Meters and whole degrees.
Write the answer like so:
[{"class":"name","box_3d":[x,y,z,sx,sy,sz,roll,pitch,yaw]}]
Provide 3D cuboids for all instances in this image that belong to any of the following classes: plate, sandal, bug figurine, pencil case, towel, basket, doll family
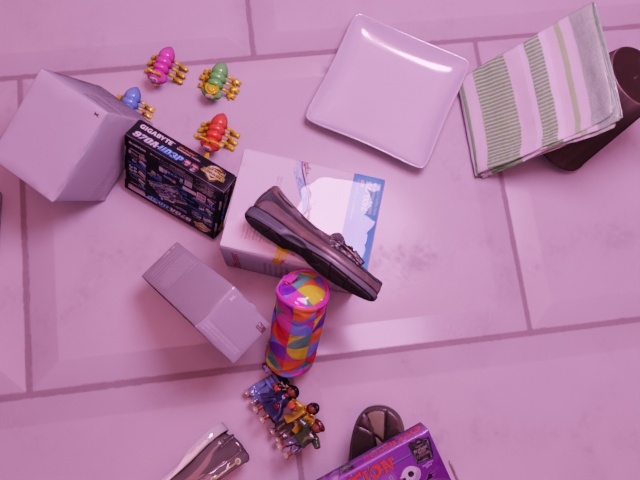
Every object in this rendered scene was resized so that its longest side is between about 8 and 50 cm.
[{"class":"plate","box_3d":[0.146,-0.320,1.417,0.278,0.045,0.277,24,78,3]},{"class":"sandal","box_3d":[0.089,0.449,1.216,0.120,0.086,0.302,18,93,7]},{"class":"bug figurine","box_3d":[-0.295,-0.295,1.372,0.279,0.072,0.216,16,77,0]},{"class":"pencil case","box_3d":[-0.049,0.156,1.200,0.105,0.236,0.104,8,45,-8]},{"class":"towel","box_3d":[0.421,-0.285,1.310,0.038,0.325,0.247,2,74,-39]},{"class":"basket","box_3d":[0.551,-0.274,1.323,0.154,0.227,0.204,-24,85,-28]},{"class":"doll family","box_3d":[-0.061,0.316,1.251,0.111,0.076,0.193,-36,79,-6]}]

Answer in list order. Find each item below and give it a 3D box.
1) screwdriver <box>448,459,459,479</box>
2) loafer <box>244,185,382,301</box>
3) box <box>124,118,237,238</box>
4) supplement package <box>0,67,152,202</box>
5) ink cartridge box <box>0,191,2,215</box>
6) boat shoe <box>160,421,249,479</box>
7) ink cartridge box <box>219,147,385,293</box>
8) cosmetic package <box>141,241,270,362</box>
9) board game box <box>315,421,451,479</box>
[{"class":"screwdriver","box_3d":[0.281,0.506,1.260,0.025,0.024,0.169,-34,73,19]},{"class":"loafer","box_3d":[0.000,0.000,1.115,0.268,0.096,0.084,33,73,5]},{"class":"box","box_3d":[-0.278,-0.115,1.279,0.220,0.175,0.051,30,56,4]},{"class":"supplement package","box_3d":[-0.463,-0.192,1.244,0.149,0.203,0.194,35,98,4]},{"class":"ink cartridge box","box_3d":[-0.730,-0.048,1.261,0.176,0.127,0.128,-3,78,-3]},{"class":"boat shoe","box_3d":[-0.263,0.469,1.185,0.091,0.109,0.305,44,75,11]},{"class":"ink cartridge box","box_3d":[-0.037,-0.030,1.265,0.270,0.198,0.197,13,77,-1]},{"class":"cosmetic package","box_3d":[-0.212,0.108,1.198,0.107,0.238,0.127,-45,128,-10]},{"class":"board game box","box_3d":[0.071,0.489,1.133,0.347,0.056,0.208,-27,95,-9]}]
